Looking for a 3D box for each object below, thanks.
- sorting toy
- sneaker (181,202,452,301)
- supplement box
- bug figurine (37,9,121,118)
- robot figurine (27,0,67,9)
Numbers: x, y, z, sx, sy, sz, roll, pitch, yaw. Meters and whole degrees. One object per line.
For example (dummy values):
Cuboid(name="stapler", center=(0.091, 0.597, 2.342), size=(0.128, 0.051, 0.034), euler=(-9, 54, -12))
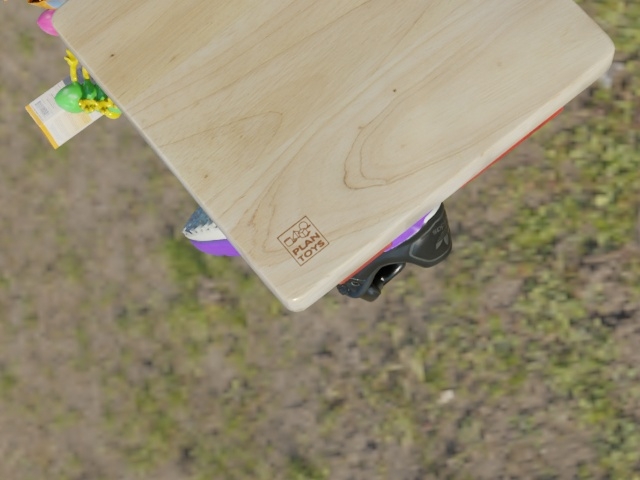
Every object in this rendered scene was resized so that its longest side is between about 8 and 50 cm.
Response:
Cuboid(name="sorting toy", center=(0.008, -0.116, 1.077), size=(0.257, 0.089, 0.255), euler=(-38, 71, -7))
Cuboid(name="sneaker", center=(0.000, 0.001, 1.558), size=(0.293, 0.102, 0.146), euler=(-9, 125, 43))
Cuboid(name="supplement box", center=(-0.288, -0.160, 1.949), size=(0.098, 0.062, 0.036), euler=(-37, 66, -7))
Cuboid(name="bug figurine", center=(-0.216, -0.214, 1.942), size=(0.072, 0.216, 0.279), euler=(-55, 44, 48))
Cuboid(name="robot figurine", center=(-0.284, -0.329, 1.778), size=(0.291, 0.085, 0.211), euler=(5, 132, 50))
